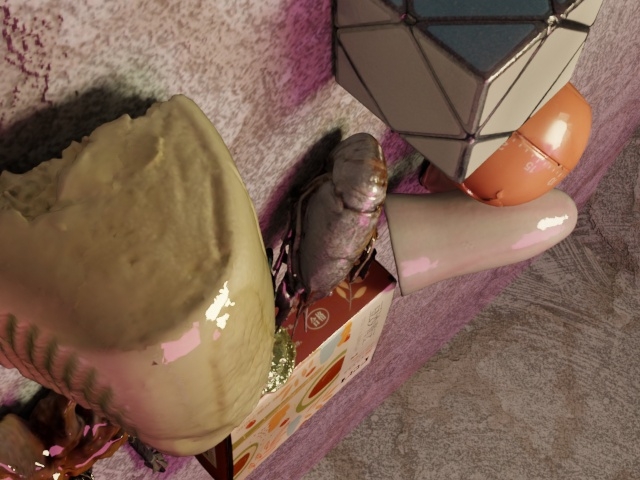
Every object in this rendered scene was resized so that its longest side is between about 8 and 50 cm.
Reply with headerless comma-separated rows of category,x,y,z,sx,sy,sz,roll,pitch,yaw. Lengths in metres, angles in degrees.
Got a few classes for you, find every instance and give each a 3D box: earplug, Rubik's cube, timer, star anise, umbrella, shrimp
earplug,0.260,-0.023,1.422,0.301,0.173,0.172,-12,161,4
Rubik's cube,0.151,-0.227,0.945,0.205,0.205,0.207,-43,163,-16
timer,0.272,-0.168,1.299,0.215,0.230,0.229,-44,164,20
star anise,-0.330,0.265,1.039,0.349,0.109,0.292,-30,150,-41
umbrella,-0.325,0.315,1.191,0.037,0.040,0.144,4,176,-18
shrimp,-0.003,0.003,1.208,0.116,0.145,0.343,4,126,-35
umbrella,-0.277,0.349,1.446,0.269,0.044,0.044,92,14,-65

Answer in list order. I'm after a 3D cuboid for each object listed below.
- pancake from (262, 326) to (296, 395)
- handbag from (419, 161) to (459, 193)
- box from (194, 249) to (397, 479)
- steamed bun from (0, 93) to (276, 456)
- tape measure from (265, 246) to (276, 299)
pancake,-0.092,0.170,1.343,0.116,0.130,0.022,-13,167,-30
handbag,0.269,-0.132,1.558,0.179,0.116,0.205,-39,160,-27
box,-0.059,0.225,1.547,0.385,0.122,0.345,-39,160,-24
steamed bun,-0.149,0.016,0.765,0.272,0.273,0.290,-58,170,-19
tape measure,-0.140,0.078,1.080,0.182,0.107,0.181,-19,144,-56
